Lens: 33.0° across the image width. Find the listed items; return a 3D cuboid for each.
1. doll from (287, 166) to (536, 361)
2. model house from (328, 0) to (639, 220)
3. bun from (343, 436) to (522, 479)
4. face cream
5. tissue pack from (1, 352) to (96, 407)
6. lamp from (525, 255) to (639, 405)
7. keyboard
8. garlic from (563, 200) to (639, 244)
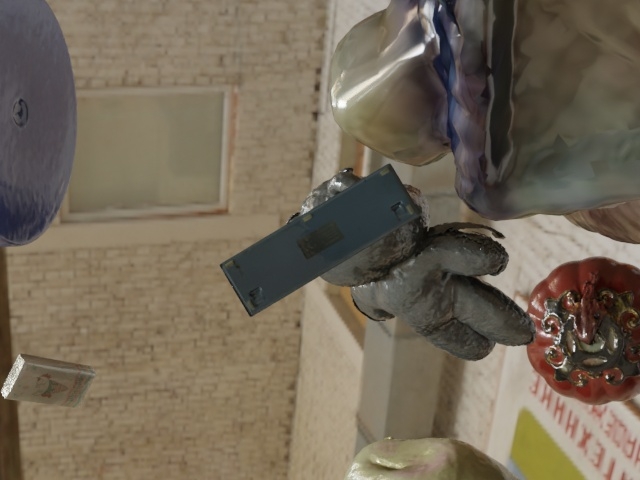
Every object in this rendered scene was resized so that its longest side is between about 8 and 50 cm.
[{"bbox_3d":[0.116,0.023,1.343,0.340,0.246,0.158,28,-122,-20],"label":"doll"},{"bbox_3d":[0.056,-0.162,0.320,0.298,0.284,0.243,25,-145,-21],"label":"model house"},{"bbox_3d":[0.184,0.457,1.663,0.361,0.361,0.213,18,-125,24],"label":"bun"},{"bbox_3d":[-0.377,-0.117,1.003,0.225,0.249,0.249,0,-155,11],"label":"face cream"},{"bbox_3d":[-0.327,0.171,1.308,0.108,0.056,0.023,17,-166,-46],"label":"tissue pack"},{"bbox_3d":[0.415,0.137,1.627,0.227,0.227,0.227,4,-154,-2],"label":"lamp"},{"bbox_3d":[0.000,0.000,0.951,0.176,0.055,0.014,-31,-178,-3],"label":"keyboard"},{"bbox_3d":[0.415,-0.147,1.370,0.259,0.317,0.317,-2,-154,-35],"label":"garlic"}]
